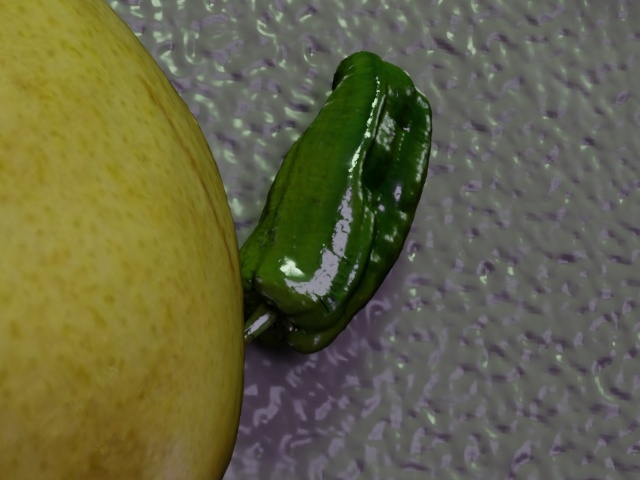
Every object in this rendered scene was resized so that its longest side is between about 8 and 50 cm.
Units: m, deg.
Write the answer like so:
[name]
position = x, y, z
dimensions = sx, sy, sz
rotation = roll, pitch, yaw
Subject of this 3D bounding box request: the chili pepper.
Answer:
[chili pepper]
position = 0.001, 0.002, 0.862
dimensions = 0.072, 0.073, 0.204
rotation = 39, 61, -22

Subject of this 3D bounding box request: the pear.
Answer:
[pear]
position = -0.179, 0.022, 0.642
dimensions = 0.314, 0.314, 0.314
rotation = 8, 69, -21
